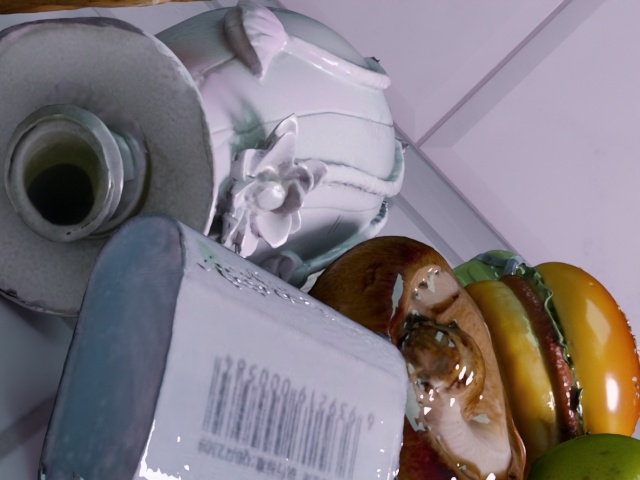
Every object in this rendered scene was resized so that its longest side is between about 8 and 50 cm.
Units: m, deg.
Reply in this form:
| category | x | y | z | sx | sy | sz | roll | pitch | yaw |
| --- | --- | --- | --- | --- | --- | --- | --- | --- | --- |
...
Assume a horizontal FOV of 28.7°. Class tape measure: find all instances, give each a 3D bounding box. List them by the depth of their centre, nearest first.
| category | x | y | z | sx | sy | sz | roll | pitch | yaw |
| --- | --- | --- | --- | --- | --- | --- | --- | --- | --- |
| tape measure | 0.187 | 0.085 | 1.488 | 0.087 | 0.154 | 0.177 | 59 | -12 | 34 |

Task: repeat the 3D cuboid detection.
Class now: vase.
| category | x | y | z | sx | sy | sz | roll | pitch | yaw |
| --- | --- | --- | --- | --- | --- | --- | --- | --- | --- |
| vase | -0.089 | -0.066 | 0.935 | 0.250 | 0.250 | 0.445 | 48 | 18 | 6 |

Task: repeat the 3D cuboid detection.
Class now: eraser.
| category | x | y | z | sx | sy | sz | roll | pitch | yaw |
| --- | --- | --- | --- | --- | --- | --- | --- | --- | --- |
| eraser | -0.044 | 0.102 | 0.725 | 0.227 | 0.081 | 0.174 | 32 | 61 | -47 |

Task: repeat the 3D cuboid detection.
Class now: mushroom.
| category | x | y | z | sx | sy | sz | roll | pitch | yaw |
| --- | --- | --- | --- | --- | --- | --- | --- | --- | --- |
| mushroom | 0.067 | 0.121 | 0.963 | 0.253 | 0.153 | 0.253 | 46 | 34 | -45 |

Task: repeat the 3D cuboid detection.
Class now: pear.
| category | x | y | z | sx | sy | sz | roll | pitch | yaw |
| --- | --- | --- | --- | --- | --- | --- | --- | --- | --- |
| pear | 0.281 | 0.283 | 1.143 | 0.187 | 0.187 | 0.220 | 38 | 20 | -32 |

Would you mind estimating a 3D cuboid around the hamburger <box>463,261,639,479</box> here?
| category | x | y | z | sx | sy | sz | roll | pitch | yaw |
| --- | --- | --- | --- | --- | --- | --- | --- | --- | --- |
| hamburger | 0.249 | 0.138 | 1.325 | 0.246 | 0.169 | 0.246 | 164 | -90 | -87 |

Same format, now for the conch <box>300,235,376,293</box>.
| category | x | y | z | sx | sy | sz | roll | pitch | yaw |
| --- | --- | --- | --- | --- | --- | --- | --- | --- | --- |
| conch | 0.002 | -0.003 | 1.203 | 0.137 | 0.114 | 0.234 | -29 | 104 | -40 |

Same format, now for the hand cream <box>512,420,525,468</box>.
| category | x | y | z | sx | sy | sz | roll | pitch | yaw |
| --- | --- | --- | --- | --- | --- | --- | --- | --- | --- |
| hand cream | 0.130 | 0.152 | 1.251 | 0.140 | 0.089 | 0.314 | 56 | 7 | -10 |

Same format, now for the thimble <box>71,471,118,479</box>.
| category | x | y | z | sx | sy | sz | roll | pitch | yaw |
| --- | --- | --- | --- | --- | --- | --- | --- | --- | --- |
| thimble | -0.065 | 0.167 | 0.334 | 0.149 | 0.211 | 0.185 | 47 | 43 | -4 |

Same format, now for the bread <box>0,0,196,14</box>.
| category | x | y | z | sx | sy | sz | roll | pitch | yaw |
| --- | --- | --- | --- | --- | --- | --- | --- | --- | --- |
| bread | -0.177 | -0.198 | 0.789 | 0.380 | 0.109 | 0.185 | 3 | 14 | 12 |
